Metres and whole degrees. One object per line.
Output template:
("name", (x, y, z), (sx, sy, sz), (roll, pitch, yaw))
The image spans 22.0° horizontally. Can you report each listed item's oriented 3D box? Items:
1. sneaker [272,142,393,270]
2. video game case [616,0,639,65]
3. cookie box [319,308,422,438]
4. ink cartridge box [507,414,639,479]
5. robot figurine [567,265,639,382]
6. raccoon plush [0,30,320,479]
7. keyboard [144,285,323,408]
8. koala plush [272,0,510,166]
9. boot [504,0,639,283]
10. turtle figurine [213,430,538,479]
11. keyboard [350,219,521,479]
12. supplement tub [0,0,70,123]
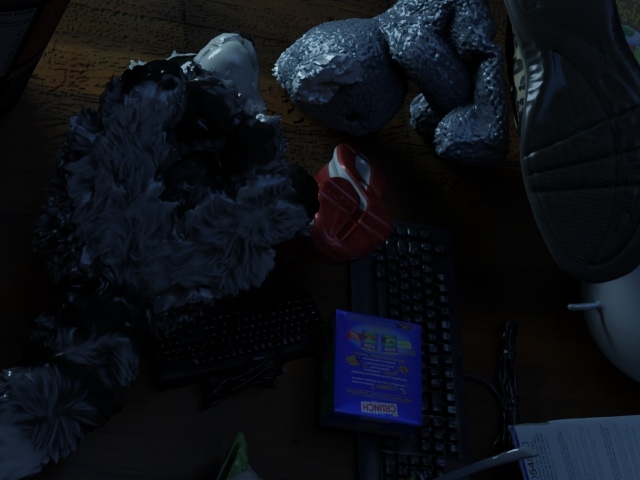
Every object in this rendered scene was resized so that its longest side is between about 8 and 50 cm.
("sneaker", (0.000, 0.000, 1.568), (0.087, 0.128, 0.221), (39, 22, -5))
("video game case", (0.351, -0.239, 1.919), (0.212, 0.023, 0.193), (23, 82, -15))
("cookie box", (0.048, 0.127, 1.564), (0.092, 0.040, 0.107), (12, 58, -17))
("ink cartridge box", (0.288, 0.283, 1.615), (0.224, 0.045, 0.223), (1, 65, -31))
("robot figurine", (0.411, 0.030, 1.736), (0.300, 0.200, 0.353), (29, 44, 32))
("raccoon plush", (-0.198, -0.012, 1.501), (0.446, 0.299, 0.216), (-42, 103, -7))
("keyboard", (-0.072, 0.095, 1.547), (0.192, 0.038, 0.100), (-12, 69, -32))
("koala plush", (0.065, -0.178, 1.682), (0.221, 0.196, 0.203), (-7, 105, -5))
("boot", (0.263, -0.116, 1.691), (0.138, 0.284, 0.377), (-14, 74, 6))
("turtle figurine", (0.048, 0.227, 1.427), (0.266, 0.275, 0.198), (26, 30, -4))
("keyboard", (0.125, 0.127, 1.637), (0.201, 0.033, 0.317), (11, 59, -22))
("supplement tub", (-0.317, -0.238, 1.419), (0.207, 0.338, 0.207), (13, 57, -21))
